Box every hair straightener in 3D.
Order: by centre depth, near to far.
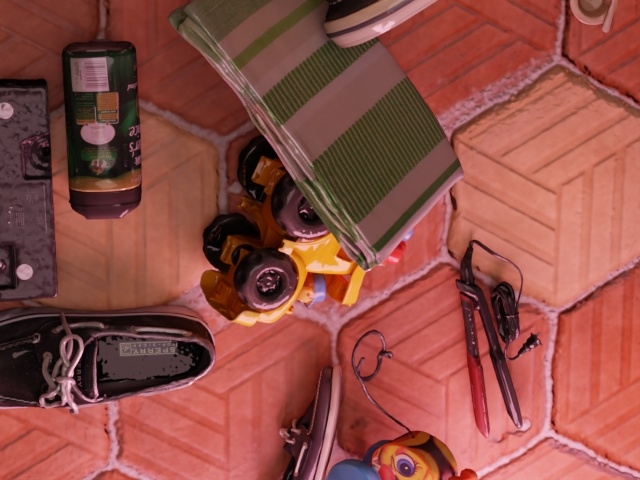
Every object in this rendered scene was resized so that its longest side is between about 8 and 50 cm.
[{"bbox_3d":[0.206,0.108,2.075,0.089,0.047,0.230,-12,100,-7],"label":"hair straightener"}]

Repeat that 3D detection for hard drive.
[{"bbox_3d":[-0.453,-0.048,1.916,0.339,0.064,0.237,-4,104,-9],"label":"hard drive"}]

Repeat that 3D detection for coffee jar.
[{"bbox_3d":[-0.230,-0.117,1.919,0.079,0.096,0.184,-1,104,-3],"label":"coffee jar"}]

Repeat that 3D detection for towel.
[{"bbox_3d":[0.007,-0.149,1.875,0.038,0.248,0.325,-33,97,41],"label":"towel"}]

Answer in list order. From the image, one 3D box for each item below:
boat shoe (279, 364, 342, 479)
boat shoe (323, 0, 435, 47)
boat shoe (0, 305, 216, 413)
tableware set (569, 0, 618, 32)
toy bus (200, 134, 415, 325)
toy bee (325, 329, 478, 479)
[{"bbox_3d":[-0.020,0.235,2.048,0.065,0.075,0.206,13,102,6],"label":"boat shoe"},{"bbox_3d":[0.161,-0.405,1.874,0.156,0.187,0.500,42,87,-14],"label":"boat shoe"},{"bbox_3d":[-0.265,0.137,1.968,0.306,0.105,0.113,-1,103,-9],"label":"boat shoe"},{"bbox_3d":[0.283,-0.318,1.994,0.169,0.020,0.141,20,99,-13],"label":"tableware set"},{"bbox_3d":[0.000,0.000,1.973,0.211,0.149,0.220,22,101,-30],"label":"toy bus"},{"bbox_3d":[0.087,0.278,2.010,0.195,0.162,0.298,-41,138,-36],"label":"toy bee"}]
